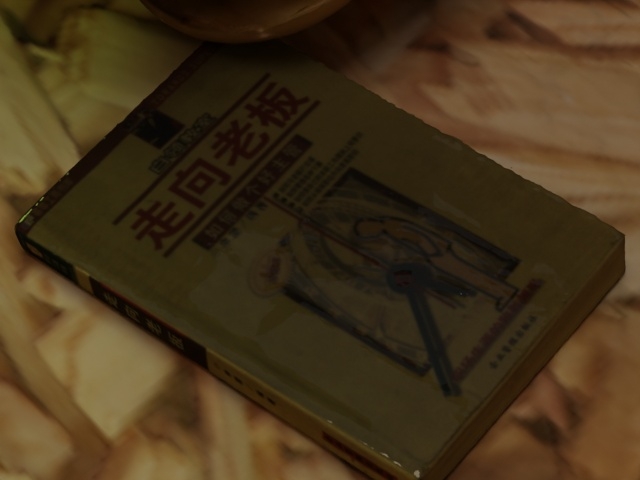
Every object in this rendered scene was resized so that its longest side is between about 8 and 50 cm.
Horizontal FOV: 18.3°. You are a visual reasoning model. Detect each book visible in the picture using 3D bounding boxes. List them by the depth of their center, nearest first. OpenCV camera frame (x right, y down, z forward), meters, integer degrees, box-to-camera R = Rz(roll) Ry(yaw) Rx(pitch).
[{"bbox_3d":[0.000,0.000,0.889,0.231,0.026,0.161,31,60,24],"label":"book"}]

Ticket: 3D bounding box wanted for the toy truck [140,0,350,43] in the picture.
[{"bbox_3d":[-0.054,-0.230,0.921,0.288,0.212,0.204,-37,41,-5],"label":"toy truck"}]
